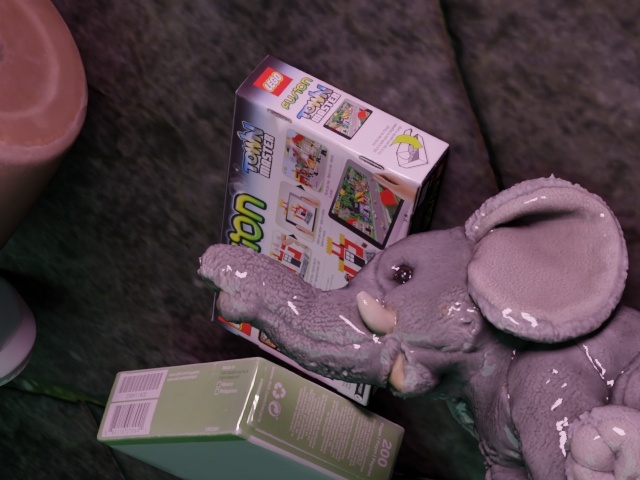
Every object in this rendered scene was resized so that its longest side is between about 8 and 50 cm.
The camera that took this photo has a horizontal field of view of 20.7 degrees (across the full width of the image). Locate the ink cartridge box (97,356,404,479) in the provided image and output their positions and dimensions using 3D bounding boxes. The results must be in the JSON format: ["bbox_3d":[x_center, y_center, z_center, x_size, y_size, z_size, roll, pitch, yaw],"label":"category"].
[{"bbox_3d":[-0.005,0.149,1.136,0.235,0.056,0.171,29,157,-30],"label":"ink cartridge box"}]

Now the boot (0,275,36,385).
[{"bbox_3d":[-0.273,0.089,1.290,0.258,0.095,0.123,10,142,45],"label":"boot"}]

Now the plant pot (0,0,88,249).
[{"bbox_3d":[-0.262,-0.059,1.002,0.229,0.263,0.263,-33,106,35],"label":"plant pot"}]

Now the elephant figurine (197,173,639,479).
[{"bbox_3d":[0.093,0.051,0.882,0.169,0.186,0.239,-46,65,21],"label":"elephant figurine"}]

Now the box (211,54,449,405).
[{"bbox_3d":[0.000,0.000,0.991,0.114,0.036,0.207,28,143,14],"label":"box"}]
